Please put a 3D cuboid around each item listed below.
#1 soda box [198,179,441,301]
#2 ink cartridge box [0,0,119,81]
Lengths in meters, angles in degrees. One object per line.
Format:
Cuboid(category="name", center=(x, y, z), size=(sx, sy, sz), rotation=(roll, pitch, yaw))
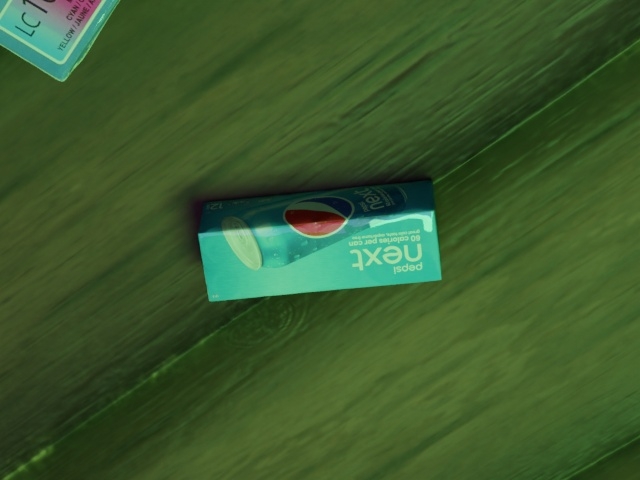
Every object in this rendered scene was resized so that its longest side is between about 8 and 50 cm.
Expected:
Cuboid(category="soda box", center=(0.000, 0.000, 1.592), size=(0.210, 0.067, 0.071), rotation=(-6, 117, 4))
Cuboid(category="ink cartridge box", center=(-0.306, -0.316, 1.328), size=(0.395, 0.270, 0.151), rotation=(30, 112, -13))
